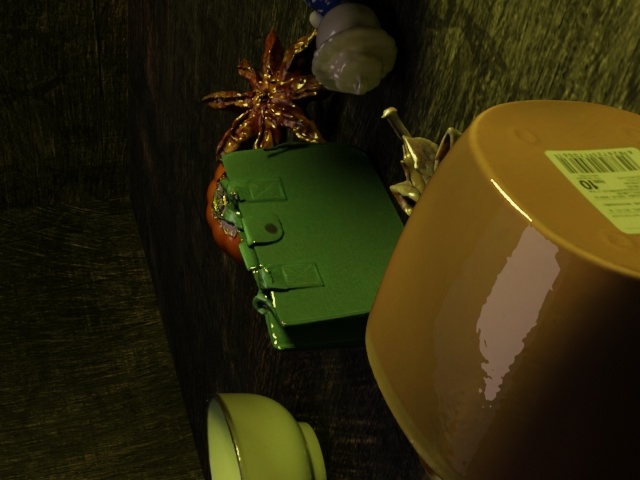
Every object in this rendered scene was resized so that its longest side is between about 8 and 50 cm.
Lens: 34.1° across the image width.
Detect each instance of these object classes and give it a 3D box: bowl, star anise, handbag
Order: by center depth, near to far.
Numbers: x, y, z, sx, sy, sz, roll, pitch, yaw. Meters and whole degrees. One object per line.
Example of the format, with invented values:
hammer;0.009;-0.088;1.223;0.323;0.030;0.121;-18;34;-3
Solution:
star anise;0.151;-0.042;1.197;0.262;0.081;0.230;65;159;13
handbag;0.001;-0.001;1.441;0.089;0.239;0.326;108;149;-45
star anise;-0.078;-0.232;1.685;0.288;0.088;0.288;-17;62;35
bowl;-0.101;0.460;2.057;0.354;0.185;0.353;172;90;-73

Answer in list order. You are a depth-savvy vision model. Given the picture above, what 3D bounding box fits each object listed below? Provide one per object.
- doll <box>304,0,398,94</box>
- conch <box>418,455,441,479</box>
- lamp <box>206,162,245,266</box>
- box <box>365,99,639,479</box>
doll;0.028;-0.313;1.432;0.138;0.119;0.293;-53;40;44
conch;0.169;0.206;1.140;0.275;0.149;0.182;-132;42;-57
lamp;-0.093;-0.060;1.776;0.223;0.197;0.223;-5;82;37
box;0.196;0.039;0.796;0.301;0.301;0.216;-119;34;-49
